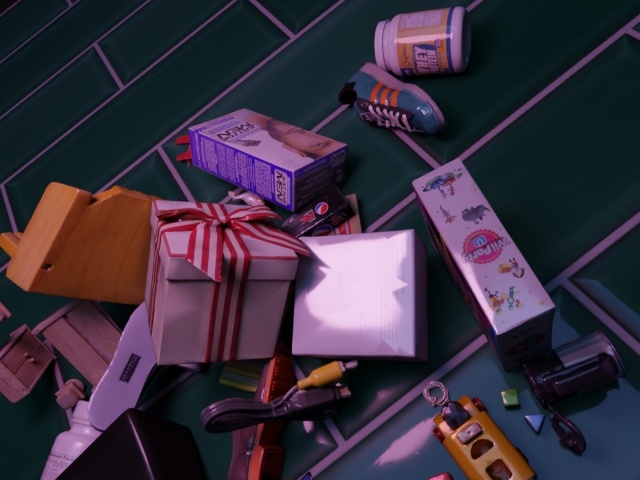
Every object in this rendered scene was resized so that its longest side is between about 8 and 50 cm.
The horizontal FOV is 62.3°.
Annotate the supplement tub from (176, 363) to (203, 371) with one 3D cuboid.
[{"bbox_3d":[-0.274,0.223,1.141,0.071,0.071,0.107,6,67,25],"label":"supplement tub"}]

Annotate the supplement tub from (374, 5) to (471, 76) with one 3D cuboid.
[{"bbox_3d":[0.240,-0.459,1.238,0.200,0.144,0.144,3,65,25],"label":"supplement tub"}]

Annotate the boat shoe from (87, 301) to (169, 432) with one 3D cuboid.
[{"bbox_3d":[-0.368,0.245,1.090,0.113,0.105,0.306,24,62,-10],"label":"boat shoe"}]

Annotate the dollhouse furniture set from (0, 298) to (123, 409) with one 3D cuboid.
[{"bbox_3d":[-0.565,0.181,1.201,0.356,0.303,0.174,-34,18,1],"label":"dollhouse furniture set"}]

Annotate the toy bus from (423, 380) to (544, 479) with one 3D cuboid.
[{"bbox_3d":[0.248,0.320,0.848,0.202,0.104,0.190,1,64,23],"label":"toy bus"}]

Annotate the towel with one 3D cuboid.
[{"bbox_3d":[-0.131,0.200,1.125,0.102,0.021,0.237,8,67,22],"label":"towel"}]

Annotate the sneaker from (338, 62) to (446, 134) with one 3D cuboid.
[{"bbox_3d":[0.157,-0.302,1.220,0.121,0.108,0.302,-43,48,-2],"label":"sneaker"}]

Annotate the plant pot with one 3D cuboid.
[{"bbox_3d":[-0.325,0.448,0.964,0.187,0.188,0.167,-45,51,-5],"label":"plant pot"}]

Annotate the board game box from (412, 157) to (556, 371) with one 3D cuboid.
[{"bbox_3d":[0.277,0.045,0.910,0.098,0.224,0.303,-27,56,6],"label":"board game box"}]

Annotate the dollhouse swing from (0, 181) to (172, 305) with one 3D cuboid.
[{"bbox_3d":[-0.463,-0.023,1.152,0.305,0.347,0.315,44,107,38],"label":"dollhouse swing"}]

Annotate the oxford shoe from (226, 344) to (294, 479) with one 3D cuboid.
[{"bbox_3d":[-0.119,0.331,1.007,0.099,0.097,0.271,-3,62,29],"label":"oxford shoe"}]

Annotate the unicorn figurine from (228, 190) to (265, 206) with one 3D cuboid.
[{"bbox_3d":[-0.160,-0.109,1.273,0.111,0.060,0.161,12,69,28],"label":"unicorn figurine"}]

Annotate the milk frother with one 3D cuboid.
[{"bbox_3d":[0.415,0.239,0.838,0.135,0.129,0.143,-26,100,9],"label":"milk frother"}]

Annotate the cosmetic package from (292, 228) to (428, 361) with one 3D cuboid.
[{"bbox_3d":[0.081,0.109,0.993,0.225,0.138,0.223,-4,73,23],"label":"cosmetic package"}]

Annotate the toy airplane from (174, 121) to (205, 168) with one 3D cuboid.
[{"bbox_3d":[-0.351,-0.267,1.457,0.151,0.028,0.151,-11,60,20],"label":"toy airplane"}]

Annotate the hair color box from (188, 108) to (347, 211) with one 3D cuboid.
[{"bbox_3d":[-0.125,-0.199,1.232,0.339,0.110,0.185,27,42,30],"label":"hair color box"}]

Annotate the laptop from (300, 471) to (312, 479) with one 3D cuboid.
[{"bbox_3d":[-0.114,0.602,0.774,0.408,0.236,0.381,-22,57,11],"label":"laptop"}]

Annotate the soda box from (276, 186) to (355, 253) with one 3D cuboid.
[{"bbox_3d":[-0.014,-0.040,1.143,0.169,0.053,0.060,-34,57,4],"label":"soda box"}]

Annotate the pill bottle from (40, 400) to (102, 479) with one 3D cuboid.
[{"bbox_3d":[-0.481,0.451,1.072,0.131,0.131,0.229,2,65,24],"label":"pill bottle"}]

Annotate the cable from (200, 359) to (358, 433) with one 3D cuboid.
[{"bbox_3d":[-0.068,0.284,0.940,0.288,0.139,0.072,-7,48,-18],"label":"cable"}]

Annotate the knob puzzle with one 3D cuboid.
[{"bbox_3d":[0.000,0.000,1.167,0.213,0.030,0.213,-9,61,18],"label":"knob puzzle"}]

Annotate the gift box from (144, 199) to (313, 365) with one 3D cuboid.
[{"bbox_3d":[-0.180,0.067,0.979,0.276,0.255,0.257,44,128,51],"label":"gift box"}]
